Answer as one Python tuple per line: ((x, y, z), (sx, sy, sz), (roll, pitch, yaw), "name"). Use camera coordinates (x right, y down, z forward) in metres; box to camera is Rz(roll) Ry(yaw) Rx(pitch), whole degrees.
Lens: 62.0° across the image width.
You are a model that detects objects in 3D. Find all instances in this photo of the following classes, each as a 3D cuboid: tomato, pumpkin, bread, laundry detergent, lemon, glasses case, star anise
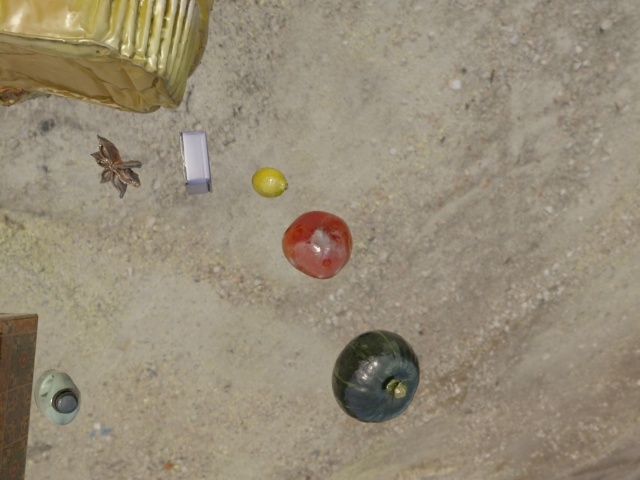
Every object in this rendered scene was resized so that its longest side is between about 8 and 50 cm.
((0.000, 0.000, 1.132), (0.155, 0.155, 0.069), (-20, 168, -13), "tomato")
((0.099, 0.240, 0.941), (0.167, 0.125, 0.167), (-2, 105, -8), "pumpkin")
((-0.252, -0.220, 0.537), (0.250, 0.179, 0.133), (8, 87, -5), "bread")
((-0.507, 0.304, 1.032), (0.070, 0.099, 0.225), (3, 169, -32), "laundry detergent")
((-0.099, -0.113, 1.047), (0.062, 0.083, 0.062), (-39, 138, -47), "lemon")
((-0.304, 0.176, 0.480), (0.049, 0.218, 0.075), (3, 175, -3), "glasses case")
((-0.658, -0.232, 1.719), (0.063, 0.208, 0.172), (-44, 164, -53), "star anise")

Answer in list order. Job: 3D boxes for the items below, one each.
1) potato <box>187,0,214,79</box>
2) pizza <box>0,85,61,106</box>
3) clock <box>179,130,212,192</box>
((-0.347, -0.448, 1.138), (0.229, 0.266, 0.229), (0, 160, 0), "potato")
((-0.498, -0.334, 0.935), (0.365, 0.074, 0.182), (-43, 123, -52), "pizza")
((-0.340, -0.209, 1.459), (0.073, 0.193, 0.145), (-6, 87, -11), "clock")
